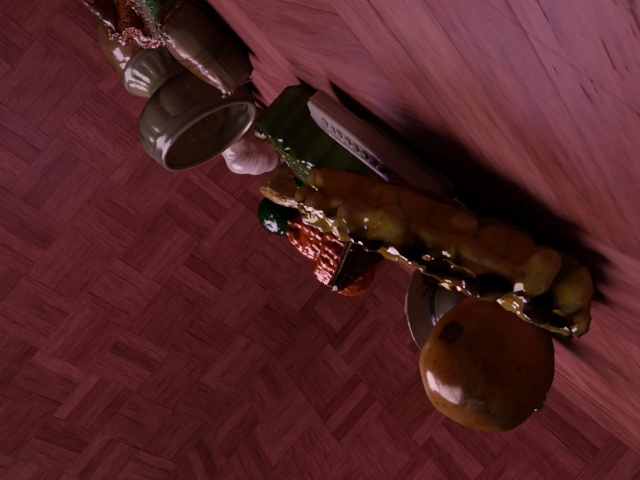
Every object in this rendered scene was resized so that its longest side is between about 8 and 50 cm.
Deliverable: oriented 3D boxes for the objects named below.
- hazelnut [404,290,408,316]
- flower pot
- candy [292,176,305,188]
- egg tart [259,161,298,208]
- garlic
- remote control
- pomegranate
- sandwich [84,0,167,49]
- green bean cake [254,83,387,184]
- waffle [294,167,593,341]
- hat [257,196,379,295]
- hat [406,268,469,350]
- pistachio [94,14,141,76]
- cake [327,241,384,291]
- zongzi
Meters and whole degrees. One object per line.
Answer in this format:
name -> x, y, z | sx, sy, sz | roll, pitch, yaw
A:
hazelnut -> 0.369, 0.208, 1.774 | 0.261, 0.241, 0.261 | -22, -90, -78
flower pot -> -0.329, -0.347, 1.535 | 0.244, 0.307, 0.307 | 57, -177, 8
candy -> 0.056, -0.098, 1.328 | 0.203, 0.141, 0.078 | 44, 164, 40
egg tart -> -0.030, -0.159, 1.792 | 0.290, 0.115, 0.290 | 12, -165, -3
garlic -> -0.161, -0.276, 1.693 | 0.199, 0.199, 0.226 | 40, 155, -25
remote control -> 0.081, -0.119, 0.834 | 0.230, 0.049, 0.090 | 40, -179, 18
pomegranate -> 0.346, 0.259, 1.324 | 0.307, 0.307, 0.307 | 41, -179, -1
sandwich -> -0.362, -0.440, 1.228 | 0.185, 0.160, 0.109 | 48, -161, -5
green bean cake -> 0.012, -0.140, 1.015 | 0.214, 0.113, 0.200 | 41, 178, 24
waffle -> 0.153, 0.016, 0.780 | 0.379, 0.095, 0.382 | 22, 177, 21
hat -> 0.000, 0.000, 1.918 | 0.400, 0.285, 0.285 | 19, 175, 14
hat -> 0.333, 0.158, 1.514 | 0.130, 0.257, 0.257 | -5, 146, 42
pistachio -> -0.555, -0.585, 1.745 | 0.163, 0.213, 0.260 | 6, -142, -54
cake -> 0.123, 0.024, 1.453 | 0.135, 0.246, 0.112 | 22, -177, -8
zongzi -> -0.224, -0.363, 1.098 | 0.197, 0.099, 0.194 | 50, -174, 38
